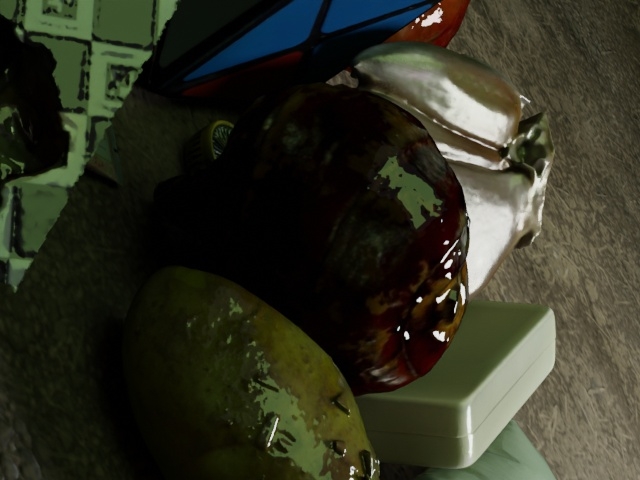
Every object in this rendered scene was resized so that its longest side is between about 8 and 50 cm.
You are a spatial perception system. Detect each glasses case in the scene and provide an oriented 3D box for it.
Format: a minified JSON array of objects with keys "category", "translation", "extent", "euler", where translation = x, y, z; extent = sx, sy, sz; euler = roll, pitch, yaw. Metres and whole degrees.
[{"category":"glasses case","translation":[0.132,0.135,1.798],"extent":[0.313,0.131,0.070],"euler":[-34,124,-63]}]

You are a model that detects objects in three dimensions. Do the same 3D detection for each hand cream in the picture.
[{"category":"hand cream","translation":[-0.231,-0.101,1.520],"extent":[0.210,0.043,0.067],"euler":[25,46,-57]}]

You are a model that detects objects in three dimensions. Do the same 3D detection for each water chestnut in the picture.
[{"category":"water chestnut","translation":[0.000,0.000,1.580],"extent":[0.289,0.244,0.289],"euler":[162,-90,-80]}]

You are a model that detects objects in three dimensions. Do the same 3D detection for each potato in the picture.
[{"category":"potato","translation":[-0.052,0.151,1.466],"extent":[0.176,0.141,0.298],"euler":[-35,97,-52]}]

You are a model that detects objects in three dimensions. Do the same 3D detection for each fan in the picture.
[{"category":"fan","translation":[-0.075,-0.037,1.720],"extent":[0.155,0.039,0.082],"euler":[61,27,-3]}]

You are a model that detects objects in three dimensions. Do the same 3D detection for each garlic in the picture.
[{"category":"garlic","translation":[0.094,-0.055,1.832],"extent":[0.325,0.132,0.279],"euler":[5,89,-36]}]

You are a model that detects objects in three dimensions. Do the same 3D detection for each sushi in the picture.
[{"category":"sushi","translation":[-0.286,-0.153,1.357],"extent":[0.292,0.059,0.294],"euler":[37,68,-27]}]

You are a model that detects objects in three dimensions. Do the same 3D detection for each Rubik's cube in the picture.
[{"category":"Rubik's cube","translation":[-0.062,-0.291,1.758],"extent":[0.246,0.248,0.250],"euler":[1,63,-60]}]

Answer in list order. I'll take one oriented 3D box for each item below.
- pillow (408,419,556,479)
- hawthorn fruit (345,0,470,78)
[{"category":"pillow","translation":[0.183,0.331,1.724],"extent":[0.310,0.119,0.312],"euler":[-19,81,-59]},{"category":"hawthorn fruit","translation":[0.067,-0.286,2.040],"extent":[0.224,0.224,0.260],"euler":[30,63,-45]}]
